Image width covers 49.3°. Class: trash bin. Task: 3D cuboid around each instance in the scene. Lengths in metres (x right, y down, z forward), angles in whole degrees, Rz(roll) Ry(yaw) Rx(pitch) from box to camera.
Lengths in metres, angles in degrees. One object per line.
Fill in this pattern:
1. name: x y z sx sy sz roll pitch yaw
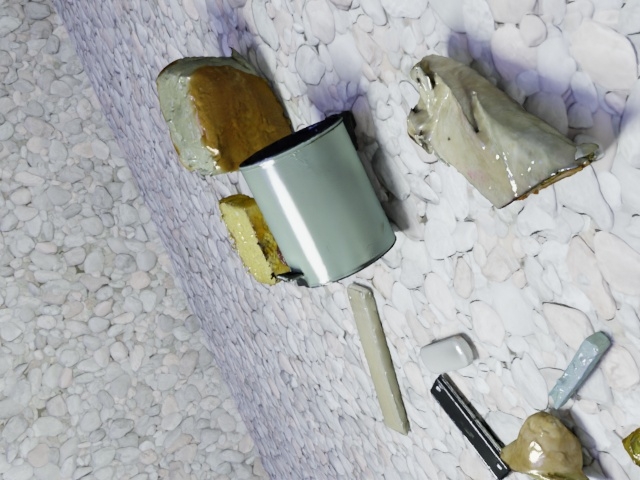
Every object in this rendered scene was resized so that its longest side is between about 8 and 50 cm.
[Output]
1. trash bin: -0.004 -0.074 1.334 0.262 0.277 0.217 63 158 -15

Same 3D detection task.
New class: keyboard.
1. keyboard: 0.305 0.377 1.413 0.230 0.025 0.093 52 155 26

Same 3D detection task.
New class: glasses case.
1. glasses case: 0.245 0.225 1.367 0.063 0.041 0.164 60 155 6

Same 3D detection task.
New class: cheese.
1. cheese: 0.138 0.287 1.654 0.085 0.034 0.400 19 130 59

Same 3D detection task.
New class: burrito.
1. burrito: 0.238 -0.136 0.969 0.348 0.107 0.175 44 164 42

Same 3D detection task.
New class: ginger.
1. ginger: 0.371 0.347 1.190 0.193 0.115 0.122 164 103 -73

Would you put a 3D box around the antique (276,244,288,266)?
1. antique: -0.061 0.022 1.725 0.104 0.104 0.104 45 149 37

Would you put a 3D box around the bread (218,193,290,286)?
1. bread: -0.150 -0.020 1.820 0.160 0.147 0.260 4 124 53

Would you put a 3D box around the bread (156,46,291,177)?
1. bread: -0.221 -0.293 1.587 0.225 0.250 0.278 3 110 55

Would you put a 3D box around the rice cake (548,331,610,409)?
1. rice cake: 0.387 0.201 1.058 0.030 0.042 0.180 52 152 32

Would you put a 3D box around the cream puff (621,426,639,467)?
1. cream puff: 0.465 0.301 0.974 0.083 0.058 0.083 56 156 16
